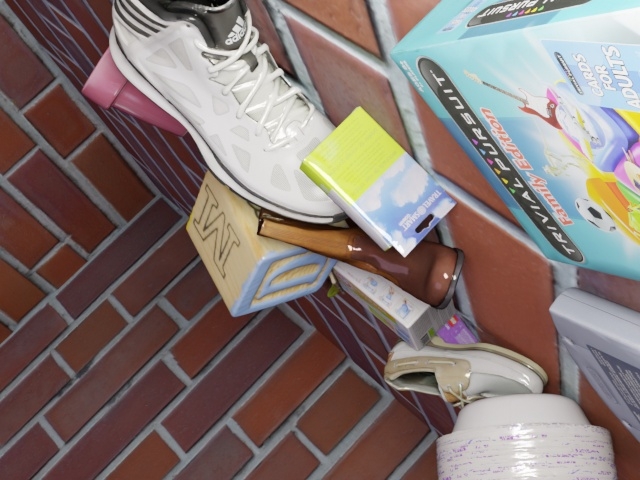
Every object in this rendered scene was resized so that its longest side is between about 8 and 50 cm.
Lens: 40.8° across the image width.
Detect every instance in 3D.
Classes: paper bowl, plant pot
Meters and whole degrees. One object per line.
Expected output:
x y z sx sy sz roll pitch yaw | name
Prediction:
0.331 0.339 1.411 0.284 0.285 0.148 70 -164 -68 | paper bowl
-0.273 -0.277 1.456 0.180 0.201 0.201 35 173 -16 | plant pot

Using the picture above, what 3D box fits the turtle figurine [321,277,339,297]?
-0.046 0.028 1.967 0.217 0.087 0.269 48 173 39 | turtle figurine

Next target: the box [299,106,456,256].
0.074 -0.072 1.109 0.178 0.109 0.042 45 166 1 | box

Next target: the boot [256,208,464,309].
0.050 0.005 1.255 0.281 0.096 0.264 17 -170 -13 | boot

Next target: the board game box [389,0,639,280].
0.219 -0.073 0.618 0.253 0.079 0.336 48 169 -19 | board game box

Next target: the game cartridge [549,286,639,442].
0.394 0.177 1.016 0.297 0.062 0.198 50 173 -28 | game cartridge

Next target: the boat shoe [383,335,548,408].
0.246 0.241 1.505 0.302 0.103 0.113 5 139 44 | boat shoe

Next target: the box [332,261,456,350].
0.127 0.082 1.535 0.203 0.103 0.114 39 168 31 | box

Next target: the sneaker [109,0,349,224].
-0.107 -0.200 1.150 0.448 0.169 0.257 39 164 0 | sneaker

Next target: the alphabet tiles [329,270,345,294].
0.000 0.000 1.655 0.237 0.009 0.198 55 -166 -78 | alphabet tiles

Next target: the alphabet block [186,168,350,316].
-0.092 -0.015 1.477 0.197 0.193 0.193 59 143 22 | alphabet block

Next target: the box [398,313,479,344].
0.219 0.185 1.717 0.201 0.057 0.293 51 168 -25 | box
